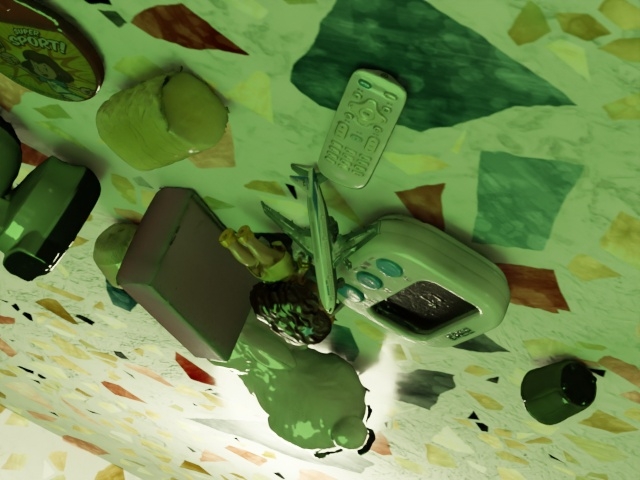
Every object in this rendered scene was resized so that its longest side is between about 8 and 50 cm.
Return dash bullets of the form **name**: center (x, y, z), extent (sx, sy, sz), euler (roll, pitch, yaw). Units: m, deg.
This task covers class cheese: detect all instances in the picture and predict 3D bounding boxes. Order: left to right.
- **cheese**: center (-0.214, -0.156, 1.541), extent (0.123, 0.094, 0.167), euler (36, 151, -30)

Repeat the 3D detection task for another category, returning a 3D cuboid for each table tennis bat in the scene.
- **table tennis bat**: center (-0.394, -0.280, 1.514), extent (0.200, 0.038, 0.310), euler (11, 156, 19)

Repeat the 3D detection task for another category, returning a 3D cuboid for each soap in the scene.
- **soap**: center (-0.203, 0.059, 1.855), extent (0.081, 0.181, 0.259), euler (6, 151, 31)

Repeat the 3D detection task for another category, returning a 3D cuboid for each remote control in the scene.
- **remote control**: center (0.051, -0.137, 1.437), extent (0.073, 0.044, 0.229), euler (27, 146, 3)

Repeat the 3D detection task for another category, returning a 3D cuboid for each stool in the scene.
- **stool**: center (0.384, 0.242, 1.858), extent (0.096, 0.096, 0.110), euler (30, 147, -17)

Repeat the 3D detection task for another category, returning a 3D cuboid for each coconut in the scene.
- **coconut**: center (-0.326, 0.033, 1.990), extent (0.110, 0.110, 0.124), euler (1, 140, 37)

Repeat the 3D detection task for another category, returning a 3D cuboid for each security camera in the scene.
- **security camera**: center (-0.501, -0.087, 1.796), extent (0.277, 0.191, 0.197), euler (33, 158, -16)

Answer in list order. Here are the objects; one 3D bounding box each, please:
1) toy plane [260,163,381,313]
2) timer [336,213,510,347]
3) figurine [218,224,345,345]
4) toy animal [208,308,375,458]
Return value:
- **toy plane**: center (0.002, -0.003, 1.620), extent (0.226, 0.058, 0.226), euler (11, 126, 41)
- **timer**: center (0.141, 0.061, 1.698), extent (0.237, 0.087, 0.262), euler (29, 154, -13)
- **figurine**: center (-0.060, 0.062, 1.796), extent (0.174, 0.116, 0.240), euler (-5, 125, 44)
- **toy animal**: center (-0.070, 0.243, 2.127), extent (0.357, 0.194, 0.258), euler (44, 158, -23)
